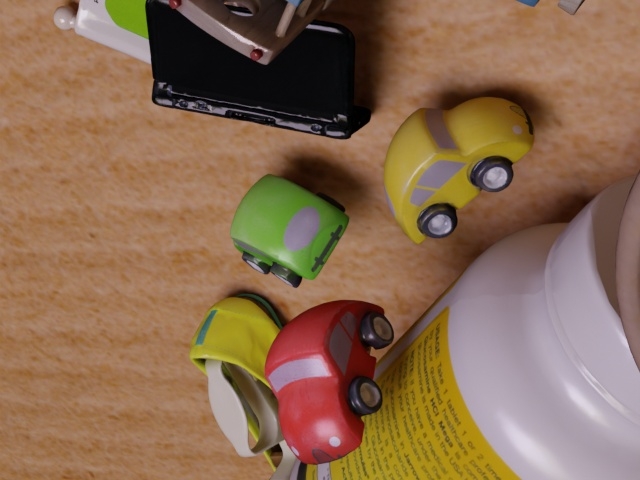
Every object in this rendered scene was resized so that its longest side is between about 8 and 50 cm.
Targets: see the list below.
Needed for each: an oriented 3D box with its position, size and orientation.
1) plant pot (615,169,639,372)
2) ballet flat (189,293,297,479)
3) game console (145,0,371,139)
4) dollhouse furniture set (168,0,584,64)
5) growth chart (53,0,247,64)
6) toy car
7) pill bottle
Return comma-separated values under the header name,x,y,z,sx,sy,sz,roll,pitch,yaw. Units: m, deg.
name,x,y,z,sx,sy,sz,roll,pitch,yaw
plant pot,0.283,-0.022,0.645,0.263,0.229,0.263,19,134,21
ballet flat,-0.025,0.146,1.115,0.077,0.077,0.231,-13,117,40
game console,-0.033,-0.105,0.897,0.122,0.107,0.071,12,105,11
dollhouse furniture set,0.042,-0.147,0.783,0.184,0.129,0.129,34,137,7
growth chart,-0.107,-0.198,0.925,0.172,0.021,0.237,17,134,21
toy car,0.000,0.000,0.921,0.053,0.239,0.225,36,171,-31
pill bottle,0.126,0.110,0.897,0.188,0.188,0.334,39,138,1
